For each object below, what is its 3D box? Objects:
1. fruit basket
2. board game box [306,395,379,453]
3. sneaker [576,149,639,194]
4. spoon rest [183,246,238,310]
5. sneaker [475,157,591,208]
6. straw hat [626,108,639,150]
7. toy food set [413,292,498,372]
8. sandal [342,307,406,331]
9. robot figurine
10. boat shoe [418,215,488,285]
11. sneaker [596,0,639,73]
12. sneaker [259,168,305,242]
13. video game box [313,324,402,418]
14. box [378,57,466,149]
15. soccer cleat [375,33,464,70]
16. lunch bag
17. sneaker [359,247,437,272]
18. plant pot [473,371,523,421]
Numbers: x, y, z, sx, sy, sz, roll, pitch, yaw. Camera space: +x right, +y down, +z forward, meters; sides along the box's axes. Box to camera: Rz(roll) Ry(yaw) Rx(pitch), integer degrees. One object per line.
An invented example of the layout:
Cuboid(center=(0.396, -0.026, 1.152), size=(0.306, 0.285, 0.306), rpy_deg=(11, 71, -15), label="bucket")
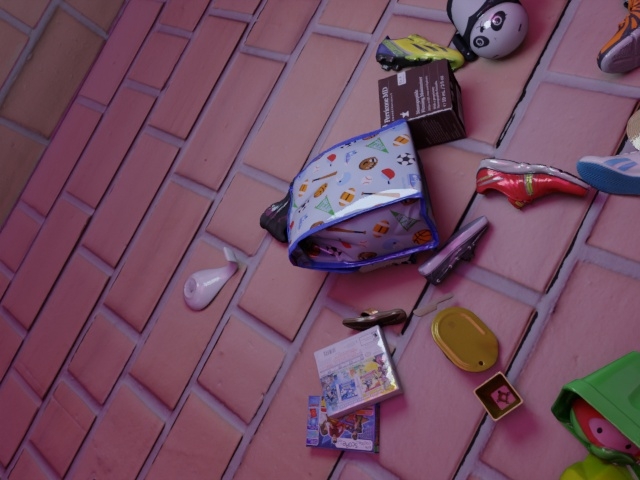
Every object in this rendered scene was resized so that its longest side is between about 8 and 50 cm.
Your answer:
Cuboid(center=(0.587, 0.458, 0.994), size=(0.392, 0.283, 0.392), rpy_deg=(-7, 58, 12), label="fruit basket")
Cuboid(center=(0.059, 0.490, 1.389), size=(0.201, 0.035, 0.136), rpy_deg=(-5, 71, 28), label="board game box")
Cuboid(center=(0.729, -0.167, 1.222), size=(0.229, 0.087, 0.092), rpy_deg=(17, 61, 35), label="sneaker")
Cuboid(center=(-0.365, 0.129, 1.732), size=(0.276, 0.084, 0.137), rpy_deg=(-40, 57, 27), label="spoon rest")
Cuboid(center=(0.533, -0.135, 1.320), size=(0.279, 0.107, 0.118), rpy_deg=(16, 100, 35), label="sneaker")
Cuboid(center=(0.803, -0.275, 1.223), size=(0.145, 0.061, 0.144), rpy_deg=(-10, 68, 26), label="straw hat")
Cuboid(center=(0.346, 0.241, 1.304), size=(0.128, 0.071, 0.218), rpy_deg=(-32, 60, -12), label="toy food set")
Cuboid(center=(0.148, 0.209, 1.419), size=(0.180, 0.072, 0.049), rpy_deg=(-17, 50, 22), label="sandal")
Cuboid(center=(0.464, -0.643, 1.466), size=(0.174, 0.209, 0.278), rpy_deg=(-24, 62, 6), label="robot figurine")
Cuboid(center=(0.362, 0.031, 1.356), size=(0.228, 0.080, 0.076), rpy_deg=(-41, 93, -7), label="boat shoe")
Cuboid(center=(0.794, -0.561, 1.304), size=(0.321, 0.124, 0.180), rpy_deg=(-35, 55, 2), label="sneaker")
Cuboid(center=(-0.059, -0.111, 1.631), size=(0.286, 0.109, 0.130), rpy_deg=(-49, 67, 14), label="sneaker")
Cuboid(center=(0.096, 0.351, 1.384), size=(0.205, 0.048, 0.187), rpy_deg=(-26, 50, 15), label="video game box")
Cuboid(center=(0.290, -0.376, 1.476), size=(0.203, 0.167, 0.168), rpy_deg=(-11, 68, 26), label="box")
Cuboid(center=(0.303, -0.582, 1.583), size=(0.289, 0.093, 0.121), rpy_deg=(16, 82, 33), label="soccer cleat")
Cuboid(center=(0.096, -0.100, 1.400), size=(0.386, 0.239, 0.327), rpy_deg=(-17, 42, 15), label="lunch bag")
Cuboid(center=(0.208, 0.040, 1.434), size=(0.237, 0.085, 0.086), rpy_deg=(-27, 72, 23), label="sneaker")
Cuboid(center=(0.419, 0.364, 1.204), size=(0.081, 0.083, 0.081), rpy_deg=(-40, 58, 12), label="plant pot")
